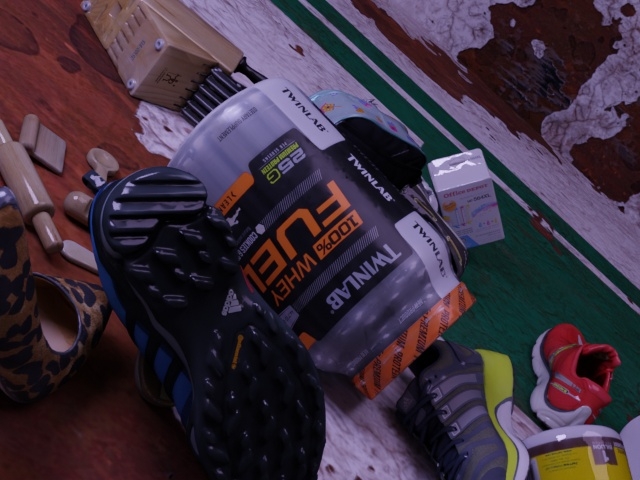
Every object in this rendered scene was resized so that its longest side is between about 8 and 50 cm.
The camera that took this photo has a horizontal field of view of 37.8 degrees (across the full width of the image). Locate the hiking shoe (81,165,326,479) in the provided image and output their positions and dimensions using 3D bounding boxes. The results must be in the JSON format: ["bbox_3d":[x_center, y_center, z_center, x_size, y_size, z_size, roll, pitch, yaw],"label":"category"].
[{"bbox_3d":[-0.088,0.078,0.740,0.132,0.113,0.304,13,-54,62],"label":"hiking shoe"}]

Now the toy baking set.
[{"bbox_3d":[-0.211,-0.030,0.901,0.196,0.030,0.256,13,37,-49],"label":"toy baking set"}]

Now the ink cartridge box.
[{"bbox_3d":[0.233,-0.071,1.513,0.090,0.092,0.143,-96,168,-55],"label":"ink cartridge box"}]

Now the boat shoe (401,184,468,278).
[{"bbox_3d":[0.130,-0.031,1.375,0.228,0.081,0.069,43,19,-6],"label":"boat shoe"}]

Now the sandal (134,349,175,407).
[{"bbox_3d":[-0.130,0.078,0.834,0.072,0.049,0.180,30,41,-17],"label":"sandal"}]

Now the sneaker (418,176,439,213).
[{"bbox_3d":[0.094,-0.122,1.477,0.106,0.078,0.234,10,41,-55],"label":"sneaker"}]

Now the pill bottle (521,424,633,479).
[{"bbox_3d":[0.269,0.304,0.942,0.117,0.117,0.215,21,52,-41],"label":"pill bottle"}]

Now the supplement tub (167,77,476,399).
[{"bbox_3d":[0.000,0.000,0.979,0.316,0.193,0.193,46,24,9],"label":"supplement tub"}]

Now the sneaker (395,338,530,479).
[{"bbox_3d":[0.138,0.207,0.990,0.121,0.111,0.300,22,25,-6],"label":"sneaker"}]

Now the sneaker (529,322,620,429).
[{"bbox_3d":[0.380,0.188,1.351,0.107,0.118,0.279,42,24,-4],"label":"sneaker"}]

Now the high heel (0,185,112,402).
[{"bbox_3d":[-0.187,0.027,0.645,0.093,0.186,0.261,46,23,10],"label":"high heel"}]

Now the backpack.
[{"bbox_3d":[0.025,-0.116,1.247,0.188,0.166,0.144,20,30,-49],"label":"backpack"}]

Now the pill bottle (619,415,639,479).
[{"bbox_3d":[0.537,0.312,1.337,0.283,0.160,0.160,13,37,-49],"label":"pill bottle"}]

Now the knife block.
[{"bbox_3d":[-0.165,-0.239,1.256,0.242,0.088,0.276,12,38,-51],"label":"knife block"}]
